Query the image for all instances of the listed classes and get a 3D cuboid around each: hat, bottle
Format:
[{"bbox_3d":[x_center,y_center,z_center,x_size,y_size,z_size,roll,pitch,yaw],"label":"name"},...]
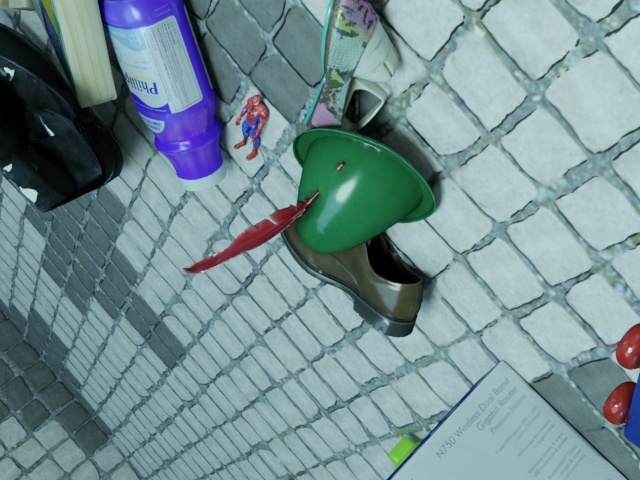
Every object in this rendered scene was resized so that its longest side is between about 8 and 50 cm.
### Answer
[{"bbox_3d":[0.000,0.000,0.948,0.173,0.184,0.208,38,159,-22],"label":"hat"},{"bbox_3d":[-0.194,-0.197,1.124,0.118,0.092,0.283,28,143,44],"label":"bottle"}]

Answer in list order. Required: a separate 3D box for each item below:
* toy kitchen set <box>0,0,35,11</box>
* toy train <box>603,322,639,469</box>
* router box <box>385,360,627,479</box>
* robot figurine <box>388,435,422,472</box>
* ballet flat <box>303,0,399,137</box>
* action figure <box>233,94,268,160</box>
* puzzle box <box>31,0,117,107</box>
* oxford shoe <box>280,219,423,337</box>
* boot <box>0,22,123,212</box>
[{"bbox_3d":[-0.534,-0.404,1.270,0.207,0.166,0.122,7,100,34],"label":"toy kitchen set"},{"bbox_3d":[0.332,0.139,0.760,0.105,0.143,0.248,38,153,35],"label":"toy train"},{"bbox_3d":[0.200,0.354,0.962,0.301,0.335,0.082,44,150,11],"label":"router box"},{"bbox_3d":[0.154,0.341,1.274,0.115,0.067,0.101,40,166,16],"label":"robot figurine"},{"bbox_3d":[0.035,-0.169,0.886,0.079,0.077,0.221,26,151,5],"label":"ballet flat"},{"bbox_3d":[-0.088,-0.146,1.107,0.038,0.030,0.115,47,148,16],"label":"action figure"},{"bbox_3d":[-0.336,-0.398,1.042,0.272,0.052,0.409,58,158,34],"label":"puzzle box"},{"bbox_3d":[0.042,0.016,1.080,0.227,0.082,0.096,35,124,28],"label":"oxford shoe"},{"bbox_3d":[-0.440,-0.198,1.205,0.367,0.146,0.445,40,-178,-9],"label":"boot"}]
